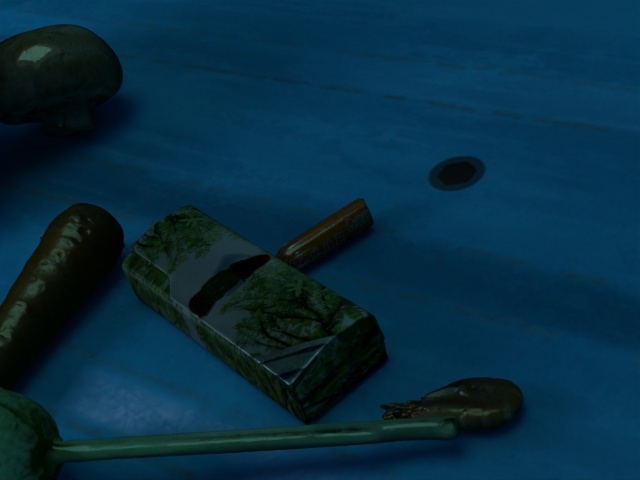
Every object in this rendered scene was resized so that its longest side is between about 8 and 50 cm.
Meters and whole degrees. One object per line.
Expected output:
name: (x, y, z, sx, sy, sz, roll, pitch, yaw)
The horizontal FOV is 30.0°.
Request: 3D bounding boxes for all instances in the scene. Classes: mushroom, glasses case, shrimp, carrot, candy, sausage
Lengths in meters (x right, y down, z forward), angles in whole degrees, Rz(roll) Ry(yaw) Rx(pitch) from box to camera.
mushroom: (-0.314, -0.182, 1.394, 0.166, 0.127, 0.166, -11, -7, -1)
glasses case: (-0.066, 0.054, 1.035, 0.095, 0.062, 0.272, -37, 39, -22)
shrimp: (0.101, 0.122, 0.905, 0.108, 0.023, 0.059, -3, 30, 22)
carrot: (-0.275, 0.082, 1.097, 0.078, 0.078, 0.298, 4, 46, 29)
candy: (-0.115, 0.154, 0.908, 0.439, 0.119, 0.119, -6, 38, 10)
sausage: (0.000, 0.000, 1.099, 0.107, 0.031, 0.031, -33, 38, -18)
